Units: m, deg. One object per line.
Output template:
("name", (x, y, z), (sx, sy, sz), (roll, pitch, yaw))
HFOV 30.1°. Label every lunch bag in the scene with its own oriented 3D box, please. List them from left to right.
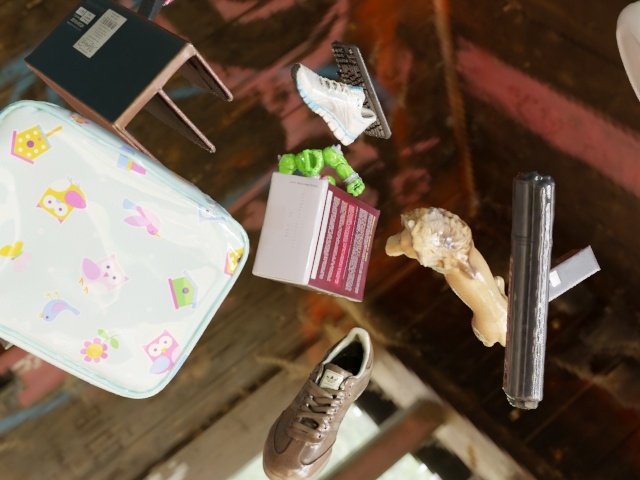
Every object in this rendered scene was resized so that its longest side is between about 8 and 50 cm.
("lunch bag", (-0.230, 0.011, 1.131), (0.279, 0.224, 0.108), (31, 3, -12))

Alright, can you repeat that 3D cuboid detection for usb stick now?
("usb stick", (0.243, 0.056, 1.398), (0.077, 0.045, 0.277), (-135, -134, -80))

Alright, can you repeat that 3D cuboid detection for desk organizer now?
("desk organizer", (0.415, 0.060, 2.060), (0.050, 0.130, 0.047), (-13, -76, 64))

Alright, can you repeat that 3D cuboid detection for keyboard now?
("keyboard", (0.063, -0.263, 2.077), (0.108, 0.023, 0.180), (28, -35, 60))

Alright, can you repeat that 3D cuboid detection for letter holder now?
("letter holder", (-0.250, -0.203, 1.716), (0.302, 0.152, 0.214), (35, -10, 47))

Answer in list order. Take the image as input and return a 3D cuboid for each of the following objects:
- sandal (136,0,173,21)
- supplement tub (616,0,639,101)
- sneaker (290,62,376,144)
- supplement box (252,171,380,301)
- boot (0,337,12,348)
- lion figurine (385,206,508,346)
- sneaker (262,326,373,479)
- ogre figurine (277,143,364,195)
("sandal", (-0.281, -0.429, 2.100), (0.067, 0.179, 0.040), (-7, -38, 44))
("supplement tub", (0.548, -0.271, 1.565), (0.191, 0.272, 0.191), (-24, 90, -87))
("sneaker", (0.024, -0.238, 1.943), (0.191, 0.083, 0.071), (40, 26, -44))
("supplement box", (0.000, 0.000, 1.515), (0.073, 0.130, 0.239), (10, -5, 21))
("boot", (-0.460, 0.002, 1.865), (0.222, 0.118, 0.338), (51, 26, -6))
("lion figurine", (0.282, 0.080, 2.245), (0.392, 0.142, 0.240), (46, 6, -10))
("sneaker", (-0.003, 0.156, 1.162), (0.066, 0.188, 0.071), (20, -48, 12))
("ogre figurine", (-0.012, -0.139, 2.558), (0.197, 0.097, 0.118), (-7, -84, 30))
